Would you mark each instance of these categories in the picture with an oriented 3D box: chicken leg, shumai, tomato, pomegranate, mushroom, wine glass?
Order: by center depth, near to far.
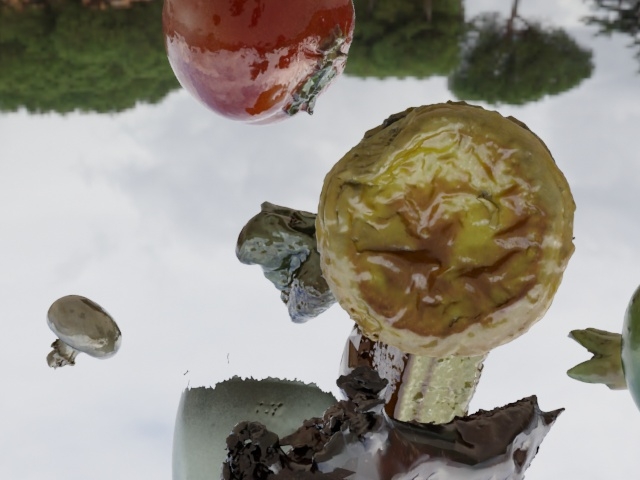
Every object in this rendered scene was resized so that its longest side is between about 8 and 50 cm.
[{"bbox_3d":[0.043,0.118,0.568,0.234,0.105,0.063,15,-149,-46],"label":"chicken leg"},{"bbox_3d":[-0.249,0.100,1.123,0.085,0.079,0.085,34,178,2],"label":"mushroom"},{"bbox_3d":[-0.067,0.310,1.130,0.190,0.357,0.190,0,160,0],"label":"wine glass"},{"bbox_3d":[0.470,0.133,1.366,0.340,0.260,0.260,-8,-169,38],"label":"pomegranate"},{"bbox_3d":[0.000,0.000,1.782,0.272,0.204,0.222,-31,-176,21],"label":"shumai"},{"bbox_3d":[-0.106,-0.347,1.783,0.321,0.322,0.321,-1,-161,0],"label":"tomato"}]

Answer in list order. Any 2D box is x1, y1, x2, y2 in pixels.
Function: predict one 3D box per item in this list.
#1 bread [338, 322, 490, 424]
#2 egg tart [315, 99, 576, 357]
[{"bbox_3d":[0.101,0.120,1.191,0.110,0.234,0.184,10,-162,-14],"label":"bread"},{"bbox_3d":[0.114,-0.012,1.008,0.241,0.241,0.106,1,-178,5],"label":"egg tart"}]
